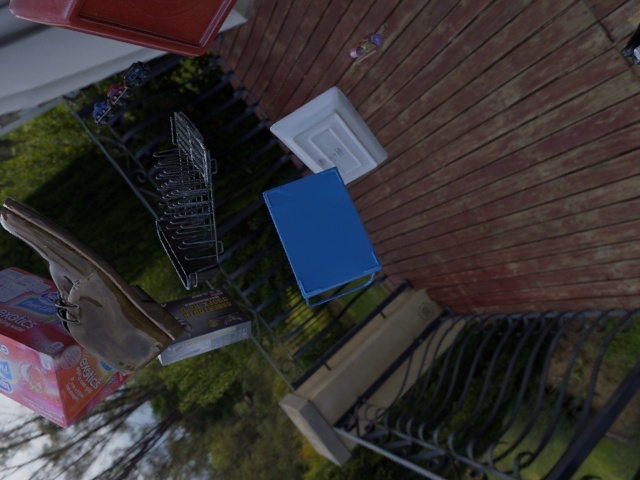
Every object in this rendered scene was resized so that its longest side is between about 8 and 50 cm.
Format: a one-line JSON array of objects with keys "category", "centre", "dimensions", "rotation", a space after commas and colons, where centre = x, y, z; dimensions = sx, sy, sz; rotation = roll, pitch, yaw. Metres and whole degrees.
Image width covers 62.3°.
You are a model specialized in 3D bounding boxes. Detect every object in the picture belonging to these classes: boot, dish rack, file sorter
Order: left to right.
[{"category": "boot", "centre": [-0.323, 0.072, 0.720], "dimensions": [0.112, 0.115, 0.305], "rotation": [22, 154, 55]}, {"category": "dish rack", "centre": [-0.238, -0.077, 0.926], "dimensions": [0.208, 0.074, 0.272], "rotation": [44, 140, 46]}, {"category": "file sorter", "centre": [0.000, 0.000, 0.804], "dimensions": [0.104, 0.118, 0.170], "rotation": [93, 156, -71]}]

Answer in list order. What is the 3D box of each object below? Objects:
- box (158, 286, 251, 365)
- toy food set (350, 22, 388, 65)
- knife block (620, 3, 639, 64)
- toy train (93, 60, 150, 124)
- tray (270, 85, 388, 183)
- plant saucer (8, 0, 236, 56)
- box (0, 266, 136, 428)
[{"category": "box", "centre": [-0.316, 0.209, 1.335], "dimensions": [0.183, 0.230, 0.056], "rotation": [38, 133, 50]}, {"category": "toy food set", "centre": [0.094, -0.403, 1.076], "dimensions": [0.077, 0.122, 0.019], "rotation": [-23, 122, 33]}, {"category": "knife block", "centre": [0.406, -0.263, 0.494], "dimensions": [0.088, 0.276, 0.242], "rotation": [38, -164, 3]}, {"category": "toy train", "centre": [-0.371, -0.270, 0.973], "dimensions": [0.036, 0.158, 0.027], "rotation": [29, -148, -43]}, {"category": "tray", "centre": [0.030, -0.180, 1.028], "dimensions": [0.270, 0.145, 0.030], "rotation": [36, -150, -57]}, {"category": "plant saucer", "centre": [-0.158, -0.311, 0.570], "dimensions": [0.048, 0.258, 0.259], "rotation": [49, 118, 15]}, {"category": "box", "centre": [-0.482, 0.167, 0.899], "dimensions": [0.299, 0.154, 0.142], "rotation": [14, 118, 23]}]
